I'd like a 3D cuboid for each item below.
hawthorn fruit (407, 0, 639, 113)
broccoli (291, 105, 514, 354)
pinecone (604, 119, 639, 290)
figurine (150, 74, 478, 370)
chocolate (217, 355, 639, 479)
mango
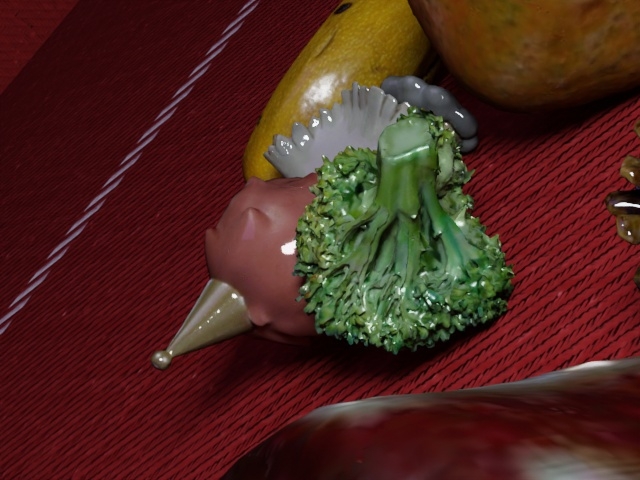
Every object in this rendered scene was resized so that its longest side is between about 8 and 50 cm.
[{"bbox_3d":[0.197,-0.256,1.607,0.277,0.298,0.277,-3,66,8],"label":"hawthorn fruit"},{"bbox_3d":[0.072,-0.025,1.535,0.194,0.194,0.220,-25,36,39],"label":"broccoli"},{"bbox_3d":[0.285,-0.032,1.240,0.212,0.185,0.169,-40,31,55],"label":"pinecone"},{"bbox_3d":[0.000,0.000,1.708,0.207,0.166,0.387,23,56,27],"label":"figurine"},{"bbox_3d":[0.072,0.224,0.767,0.383,0.331,0.384,-6,83,58],"label":"chocolate"},{"bbox_3d":[0.036,-0.155,1.910,0.295,0.120,0.177,-56,-10,-27],"label":"mango"}]
